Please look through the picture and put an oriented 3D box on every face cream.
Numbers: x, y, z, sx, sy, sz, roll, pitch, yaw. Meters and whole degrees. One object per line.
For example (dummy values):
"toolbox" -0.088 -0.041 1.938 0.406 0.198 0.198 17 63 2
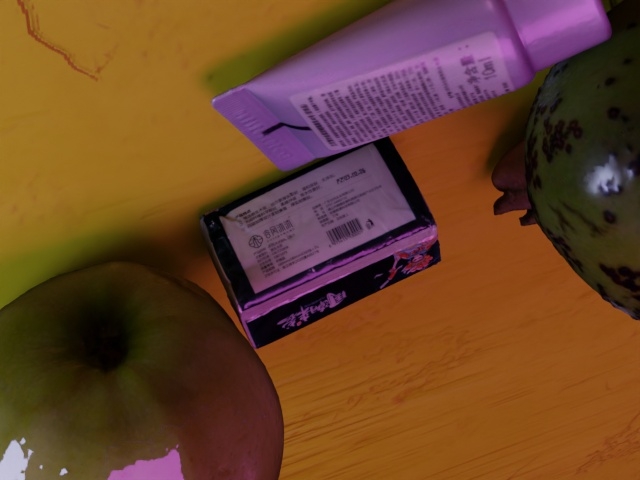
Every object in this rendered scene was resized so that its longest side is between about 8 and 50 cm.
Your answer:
"face cream" 0.068 -0.128 1.026 0.274 0.096 0.154 -24 160 11

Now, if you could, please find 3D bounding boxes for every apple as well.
"apple" -0.164 0.156 1.094 0.279 0.279 0.279 -20 147 -14

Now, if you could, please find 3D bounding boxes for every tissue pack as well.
"tissue pack" -0.001 0.000 1.127 0.170 0.103 0.090 -24 155 -7

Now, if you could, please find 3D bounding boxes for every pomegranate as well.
"pomegranate" 0.269 -0.064 1.122 0.285 0.285 0.341 -8 -179 -29
